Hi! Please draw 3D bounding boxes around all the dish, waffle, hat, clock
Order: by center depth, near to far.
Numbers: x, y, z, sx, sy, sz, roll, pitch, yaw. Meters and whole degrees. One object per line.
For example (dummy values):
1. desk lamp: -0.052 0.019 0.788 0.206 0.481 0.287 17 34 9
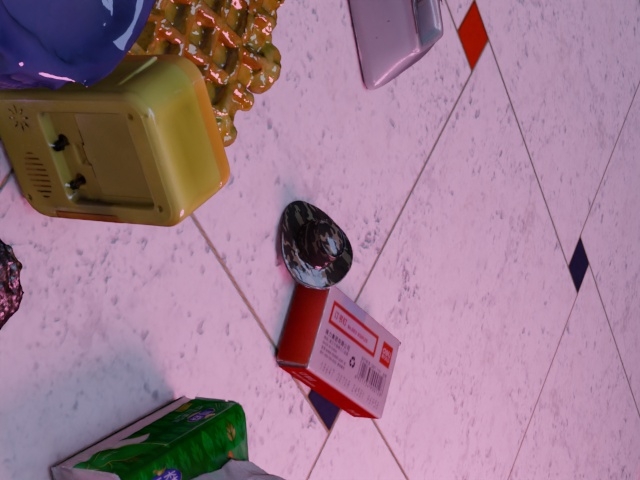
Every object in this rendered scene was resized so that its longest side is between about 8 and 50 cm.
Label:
1. clock: -0.193 -0.094 1.089 0.096 0.202 0.143 -48 132 -43
2. waffle: -0.137 -0.260 1.284 0.302 0.068 0.325 -39 127 -48
3. hat: 0.000 0.000 1.513 0.121 0.050 0.121 13 67 -32
4. dish: 0.115 -0.350 1.654 0.182 0.080 0.243 -40 125 -48

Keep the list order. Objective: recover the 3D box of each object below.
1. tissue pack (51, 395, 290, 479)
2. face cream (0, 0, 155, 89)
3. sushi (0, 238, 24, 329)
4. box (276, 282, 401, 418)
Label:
1. tissue pack: -0.150 0.270 1.242 0.209 0.156 0.148 -22 110 -53
2. face cream: -0.276 -0.241 0.927 0.249 0.225 0.249 -7 98 -55
3. sushi: -0.317 0.022 1.015 0.078 0.090 0.150 -60 145 -47
4. box: 0.028 0.151 1.599 0.229 0.050 0.123 40 58 -51
